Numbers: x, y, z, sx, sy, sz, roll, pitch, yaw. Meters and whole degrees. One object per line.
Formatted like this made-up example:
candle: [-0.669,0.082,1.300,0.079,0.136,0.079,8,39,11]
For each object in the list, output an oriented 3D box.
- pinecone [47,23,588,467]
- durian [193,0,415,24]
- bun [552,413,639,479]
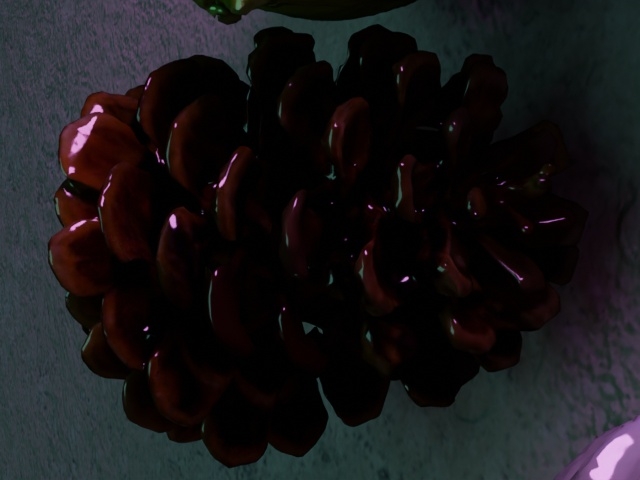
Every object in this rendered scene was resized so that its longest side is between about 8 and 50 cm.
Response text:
pinecone: [0.002,0.002,0.614,0.292,0.246,0.246,-7,80,45]
durian: [0.003,-0.238,0.629,0.204,0.340,0.255,-27,89,18]
bun: [0.161,0.203,0.332,0.354,0.194,0.354,-7,82,62]
